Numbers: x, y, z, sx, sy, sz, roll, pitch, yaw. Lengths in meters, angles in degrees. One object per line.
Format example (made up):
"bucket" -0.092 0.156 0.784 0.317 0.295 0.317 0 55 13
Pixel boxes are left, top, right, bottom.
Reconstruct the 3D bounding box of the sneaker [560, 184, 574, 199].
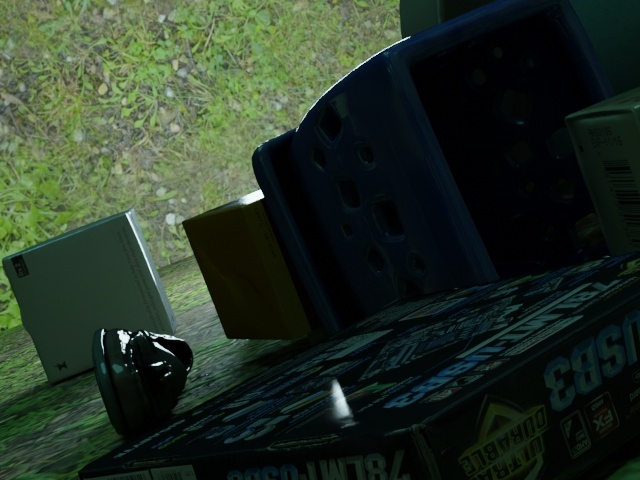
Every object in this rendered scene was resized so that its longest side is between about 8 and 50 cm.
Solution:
"sneaker" 0.238 -0.054 1.641 0.178 0.072 0.077 -12 -2 28

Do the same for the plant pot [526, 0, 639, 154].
"plant pot" 0.302 -0.131 1.263 0.195 0.290 0.290 -57 1 7

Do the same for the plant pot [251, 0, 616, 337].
"plant pot" 0.099 -0.033 1.072 0.236 0.236 0.212 -27 1 -43

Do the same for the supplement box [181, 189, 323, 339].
"supplement box" 0.000 0.000 1.330 0.194 0.129 0.191 -23 5 -22

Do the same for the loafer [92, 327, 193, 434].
"loafer" -0.162 0.118 1.298 0.084 0.096 0.267 -16 2 -6

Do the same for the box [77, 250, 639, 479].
"box" 0.060 0.089 0.775 0.295 0.073 0.293 -25 7 -41

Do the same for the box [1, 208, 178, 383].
"box" -0.307 0.072 1.858 0.181 0.181 0.119 -21 5 -1

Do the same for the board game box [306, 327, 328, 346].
"board game box" 0.038 0.067 1.368 0.103 0.026 0.154 -20 5 3

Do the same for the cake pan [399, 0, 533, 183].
"cake pan" 0.154 -0.195 1.296 0.054 0.293 0.293 -4 13 30

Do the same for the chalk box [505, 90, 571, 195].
"chalk box" 0.177 -0.106 1.487 0.289 0.180 0.179 -29 -8 -28

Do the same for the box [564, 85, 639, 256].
"box" 0.350 -0.079 0.975 0.311 0.148 0.121 -23 6 -11
